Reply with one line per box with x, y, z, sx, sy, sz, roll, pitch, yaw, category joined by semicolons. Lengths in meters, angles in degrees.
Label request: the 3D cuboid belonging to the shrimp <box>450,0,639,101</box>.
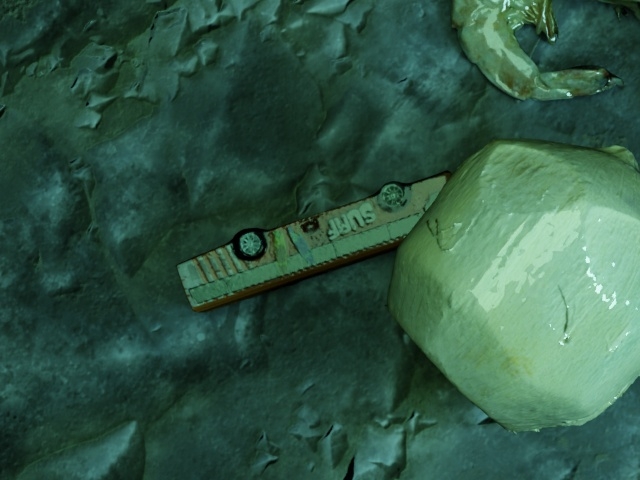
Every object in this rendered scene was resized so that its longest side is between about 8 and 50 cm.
0.356;-0.310;1.766;0.360;0.085;0.247;9;91;17;shrimp

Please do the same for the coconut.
0.281;0.041;1.580;0.360;0.346;0.346;-45;75;4;coconut

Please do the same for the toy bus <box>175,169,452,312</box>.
0.000;0.000;1.771;0.408;0.093;0.092;-18;84;9;toy bus
